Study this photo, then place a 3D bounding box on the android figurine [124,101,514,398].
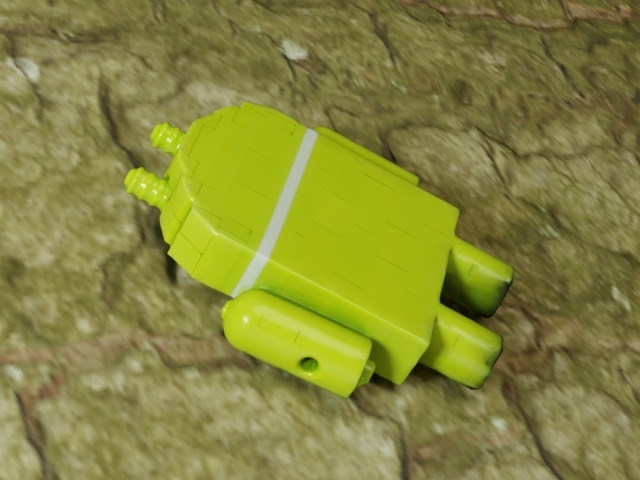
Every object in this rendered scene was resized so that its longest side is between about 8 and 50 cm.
[{"bbox_3d":[0.000,0.000,1.106,0.272,0.056,0.248,26,35,-7],"label":"android figurine"}]
